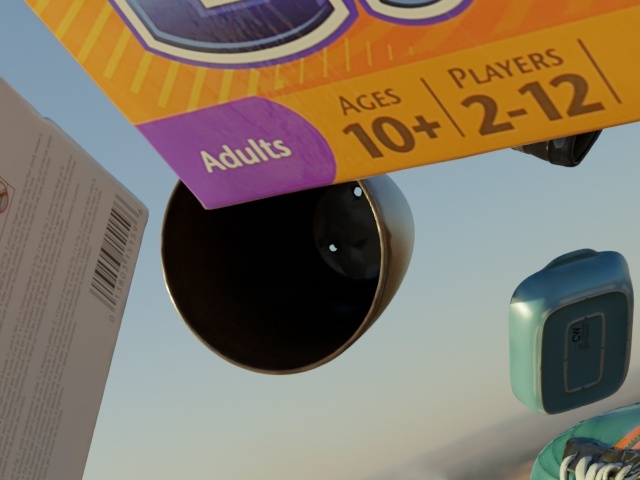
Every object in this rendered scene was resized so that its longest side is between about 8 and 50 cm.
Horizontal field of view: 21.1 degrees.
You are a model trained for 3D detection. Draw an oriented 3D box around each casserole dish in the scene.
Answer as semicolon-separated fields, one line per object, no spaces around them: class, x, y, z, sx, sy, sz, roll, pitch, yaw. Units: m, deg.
casserole dish;0.222;0.087;1.491;0.114;0.037;0.188;-17;-46;-11

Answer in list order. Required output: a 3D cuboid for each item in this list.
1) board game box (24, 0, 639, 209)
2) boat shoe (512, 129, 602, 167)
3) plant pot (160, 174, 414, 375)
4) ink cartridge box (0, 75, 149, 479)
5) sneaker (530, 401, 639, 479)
board game box;0.054;-0.278;0.555;0.356;0.356;0.356;-10;42;41
boat shoe;0.151;-0.101;0.858;0.152;0.049;0.056;-56;-29;-1
plant pot;0.000;0.000;1.587;0.215;0.215;0.230;-26;-5;23
ink cartridge box;-0.218;0.041;1.059;0.060;0.275;0.239;-8;-34;30
sneaker;0.200;0.152;0.983;0.121;0.108;0.302;-5;-1;-30
